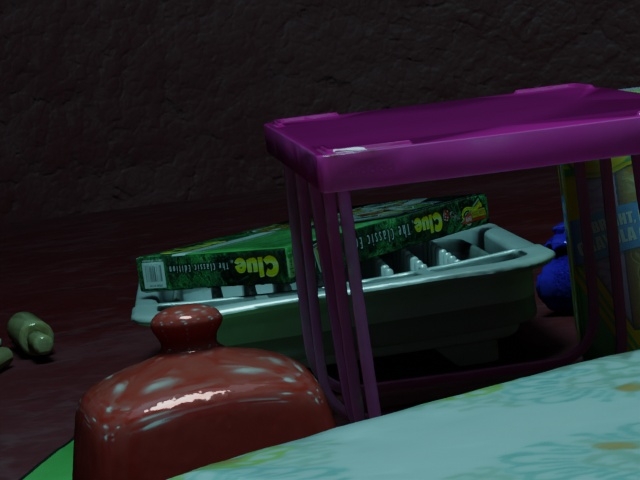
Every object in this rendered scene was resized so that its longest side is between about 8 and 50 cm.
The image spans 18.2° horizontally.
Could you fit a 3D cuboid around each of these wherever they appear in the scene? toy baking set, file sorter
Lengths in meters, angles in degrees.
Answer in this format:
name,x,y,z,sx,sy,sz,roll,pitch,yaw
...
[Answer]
name,x,y,z,sx,sy,sz,roll,pitch,yaw
toy baking set,-0.325,0.091,1.678,0.196,0.030,0.256,-10,6,-11
file sorter,0.092,0.019,1.096,0.202,0.182,0.290,-8,7,-6

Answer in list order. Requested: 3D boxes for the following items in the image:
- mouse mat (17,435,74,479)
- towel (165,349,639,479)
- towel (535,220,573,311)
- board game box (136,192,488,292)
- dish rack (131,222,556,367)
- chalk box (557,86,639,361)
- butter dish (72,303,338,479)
name,x,y,z,sx,sy,sz,roll,pitch,yaw
mouse mat,-0.096,0.127,1.171,0.152,0.007,0.189,-7,8,11
towel,0.133,0.108,0.704,0.320,0.090,0.374,-9,6,-37
towel,0.339,-0.007,1.488,0.308,0.076,0.227,-4,8,32
board game box,0.000,0.000,1.461,0.136,0.030,0.259,-2,8,37
dish rack,0.012,0.048,1.441,0.285,0.072,0.333,-9,6,-3
chalk box,0.221,-0.040,1.308,0.132,0.213,0.132,-7,6,7
butter dish,-0.057,0.089,0.953,0.160,0.118,0.160,-9,7,-12
